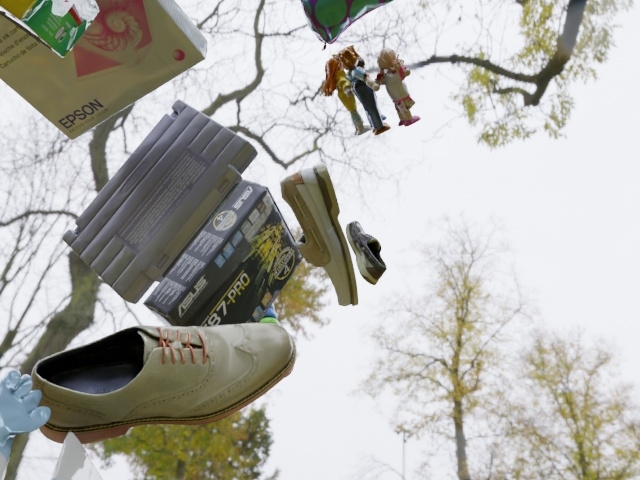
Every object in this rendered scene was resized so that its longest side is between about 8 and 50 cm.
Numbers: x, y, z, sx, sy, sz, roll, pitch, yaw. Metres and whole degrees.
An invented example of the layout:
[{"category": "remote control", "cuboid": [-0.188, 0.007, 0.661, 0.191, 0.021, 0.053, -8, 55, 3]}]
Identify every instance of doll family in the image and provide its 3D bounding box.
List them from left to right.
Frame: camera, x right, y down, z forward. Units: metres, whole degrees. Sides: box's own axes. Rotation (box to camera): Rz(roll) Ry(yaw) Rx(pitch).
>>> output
[{"category": "doll family", "cuboid": [0.073, -0.279, 1.073, 0.118, 0.263, 0.163, -28, -72, -8]}]

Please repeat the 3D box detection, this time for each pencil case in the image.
[{"category": "pencil case", "cuboid": [0.051, -0.293, 0.684, 0.151, 0.064, 0.070, -29, -76, 2]}]

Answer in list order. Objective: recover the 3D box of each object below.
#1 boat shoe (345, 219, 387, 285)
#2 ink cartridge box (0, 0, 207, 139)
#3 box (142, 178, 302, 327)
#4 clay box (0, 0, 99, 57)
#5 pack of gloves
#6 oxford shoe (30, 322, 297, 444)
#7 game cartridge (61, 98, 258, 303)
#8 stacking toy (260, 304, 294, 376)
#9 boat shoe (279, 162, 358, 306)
[{"category": "boat shoe", "cuboid": [0.088, 0.015, 1.058, 0.049, 0.152, 0.056, -39, -46, 22]}, {"category": "ink cartridge box", "cuboid": [-0.414, -0.357, 0.949, 0.324, 0.071, 0.330, -24, -44, 20]}, {"category": "box", "cuboid": [-0.220, 0.093, 1.455, 0.097, 0.395, 0.318, 20, -27, 32]}, {"category": "clay box", "cuboid": [-0.250, -0.210, 0.347, 0.222, 0.053, 0.127, 37, -2, -16]}, {"category": "pack of gloves", "cuboid": [-0.318, 0.253, 0.610, 0.046, 0.232, 0.195, -25, -77, -4]}, {"category": "oxford shoe", "cuboid": [-0.213, 0.189, 0.855, 0.397, 0.140, 0.146, -13, -37, -24]}, {"category": "game cartridge", "cuboid": [-0.298, -0.079, 1.078, 0.230, 0.355, 0.068, 35, -7, 27]}, {"category": "stacking toy", "cuboid": [-0.171, 0.283, 1.799, 0.141, 0.330, 0.141, -19, -40, -17]}, {"category": "boat shoe", "cuboid": [0.000, 0.000, 1.174, 0.103, 0.113, 0.302, -17, -78, -3]}]
